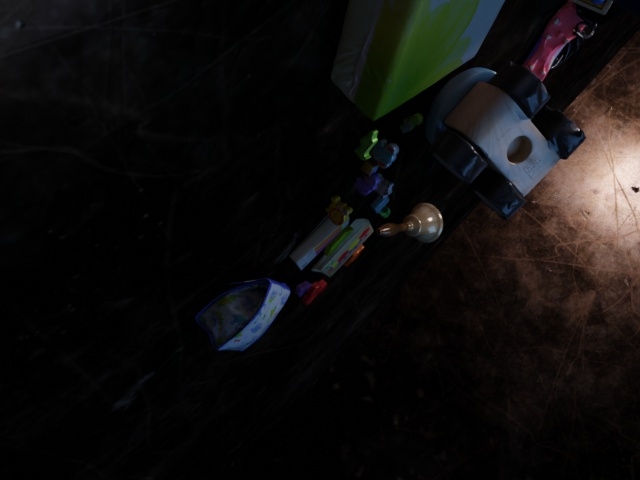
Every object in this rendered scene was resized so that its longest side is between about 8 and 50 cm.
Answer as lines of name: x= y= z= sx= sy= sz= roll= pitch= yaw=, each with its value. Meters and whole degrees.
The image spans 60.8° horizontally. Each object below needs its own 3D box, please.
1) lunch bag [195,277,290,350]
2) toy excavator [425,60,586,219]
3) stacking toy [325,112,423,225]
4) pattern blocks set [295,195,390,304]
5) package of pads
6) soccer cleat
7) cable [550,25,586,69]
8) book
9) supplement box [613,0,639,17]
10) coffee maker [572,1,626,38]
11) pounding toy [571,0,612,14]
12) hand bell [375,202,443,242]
lunch bag: x=-0.131 y=0.125 z=0.995 sx=0.151 sy=0.096 sz=0.129 roll=-38 pitch=165 yaw=4
toy excavator: x=0.365 y=-0.231 z=1.244 sx=0.433 sy=0.445 sz=0.222 roll=34 pitch=102 yaw=-33
stacking toy: x=0.109 y=-0.139 z=1.057 sx=0.167 sy=0.052 sz=0.221 roll=-33 pitch=159 yaw=-42
pattern blocks set: x=0.057 y=0.020 z=1.359 sx=0.325 sy=0.026 sz=0.285 roll=-44 pitch=165 yaw=-8
package of pads: x=0.142 y=-0.309 z=0.628 sx=0.229 sy=0.101 sz=0.296 roll=-36 pitch=162 yaw=-29
soccer cleat: x=0.587 y=-0.505 z=1.392 sx=0.095 sy=0.083 sz=0.248 roll=-77 pitch=-168 yaw=-57
cable: x=0.723 y=-0.568 z=1.618 sx=0.151 sy=0.047 sz=0.184 roll=-42 pitch=164 yaw=-18
book: x=0.000 y=0.000 z=1.153 sx=0.144 sy=0.035 sz=0.096 roll=-45 pitch=168 yaw=-6
supplement box: x=0.578 y=-0.471 z=0.742 sx=0.357 sy=0.195 sz=0.194 roll=-41 pitch=162 yaw=-15
coffee maker: x=0.675 y=-0.560 z=1.218 sx=0.178 sy=0.120 sz=0.171 roll=166 pitch=-65 yaw=-80
pounding toy: x=0.550 y=-0.543 z=1.104 sx=0.100 sy=0.130 sz=0.141 roll=-57 pitch=166 yaw=-11
hand bell: x=0.247 y=-0.040 z=1.619 sx=0.242 sy=0.126 sz=0.126 roll=-10 pitch=142 yaw=-46
